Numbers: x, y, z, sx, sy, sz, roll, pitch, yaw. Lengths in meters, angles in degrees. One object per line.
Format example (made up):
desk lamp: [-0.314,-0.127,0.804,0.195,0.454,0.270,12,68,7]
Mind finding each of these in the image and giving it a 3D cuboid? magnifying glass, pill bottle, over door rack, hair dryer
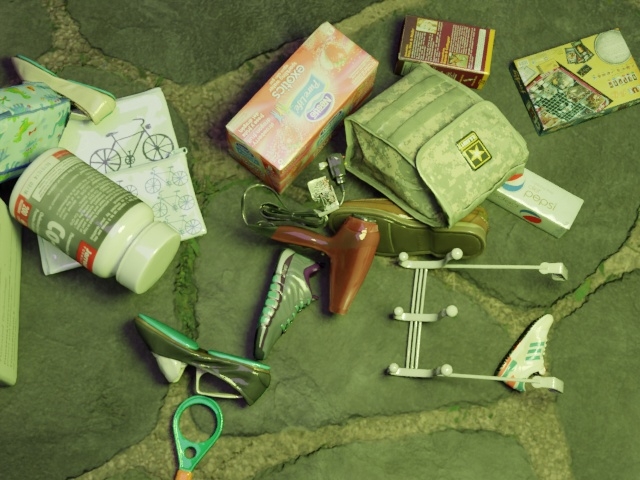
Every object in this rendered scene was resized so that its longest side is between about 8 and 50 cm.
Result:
magnifying glass: [-0.241,0.399,1.764,0.092,0.026,0.231,13,72,1]
pill bottle: [-0.411,-0.033,1.768,0.283,0.161,0.161,34,76,7]
over door rack: [0.291,0.143,1.781,0.324,0.108,0.239,4,75,14]
hair dryer: [0.000,0.000,1.806,0.224,0.080,0.293,-24,89,14]

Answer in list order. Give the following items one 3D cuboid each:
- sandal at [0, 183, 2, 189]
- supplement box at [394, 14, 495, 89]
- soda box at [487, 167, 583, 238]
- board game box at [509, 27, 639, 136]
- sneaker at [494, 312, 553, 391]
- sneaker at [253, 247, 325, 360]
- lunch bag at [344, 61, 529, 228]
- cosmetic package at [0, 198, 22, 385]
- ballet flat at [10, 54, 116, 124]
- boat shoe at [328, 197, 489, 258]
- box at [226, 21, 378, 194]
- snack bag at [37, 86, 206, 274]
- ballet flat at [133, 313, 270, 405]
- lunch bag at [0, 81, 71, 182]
sandal: [-0.730,-0.092,1.847,0.254,0.097,0.054,-7,74,6]
supplement box: [0.254,-0.386,1.975,0.188,0.081,0.104,10,74,0]
soda box: [0.403,-0.093,1.906,0.216,0.069,0.074,30,74,5]
board game box: [0.536,-0.329,1.992,0.243,0.042,0.165,-18,76,-7]
sneaker: [0.404,0.216,1.828,0.075,0.057,0.161,39,80,5]
sneaker: [-0.059,0.127,1.819,0.098,0.083,0.223,17,73,-3]
lunch bag: [0.221,-0.173,1.813,0.235,0.169,0.287,-38,60,-26]
cosmetic package: [-0.724,0.069,1.641,0.329,0.393,0.327,-1,74,-2]
ballet flat: [-0.524,-0.293,1.904,0.248,0.086,0.086,23,74,16]
boat shoe: [0.173,-0.037,1.872,0.307,0.110,0.104,10,48,6]
box: [-0.036,-0.259,1.890,0.142,0.154,0.300,39,75,8]
snack bag: [-0.418,-0.128,1.896,0.323,0.037,0.342,-14,75,-6]
ballet flat: [-0.231,0.229,1.778,0.280,0.095,0.096,22,87,4]
lunch bag: [-0.569,-0.194,1.775,0.090,0.219,0.176,37,119,12]
